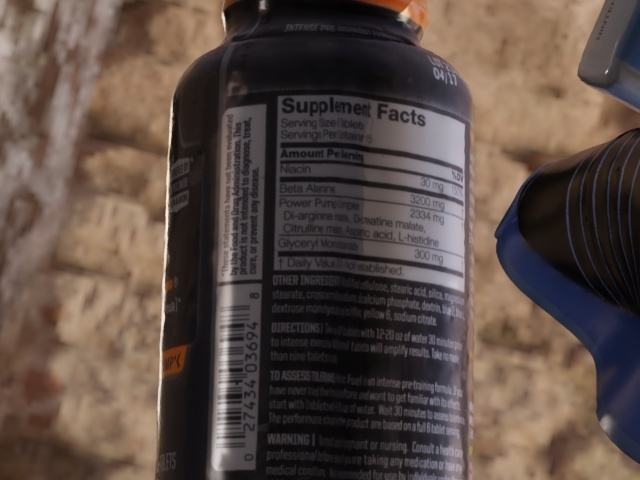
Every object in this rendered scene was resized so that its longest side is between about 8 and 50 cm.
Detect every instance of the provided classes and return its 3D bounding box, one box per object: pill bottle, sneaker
[{"bbox_3d":[0.000,0.000,0.797,0.130,0.245,0.130,2,168,0],"label":"pill bottle"},{"bbox_3d":[0.108,0.000,0.509,0.081,0.090,0.232,29,-169,-11],"label":"sneaker"}]

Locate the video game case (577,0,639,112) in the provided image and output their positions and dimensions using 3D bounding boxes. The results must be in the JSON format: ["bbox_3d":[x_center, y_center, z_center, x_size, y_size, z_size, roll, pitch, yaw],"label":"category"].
[{"bbox_3d":[0.194,-0.093,0.593,0.201,0.183,0.023,24,178,-25],"label":"video game case"}]
